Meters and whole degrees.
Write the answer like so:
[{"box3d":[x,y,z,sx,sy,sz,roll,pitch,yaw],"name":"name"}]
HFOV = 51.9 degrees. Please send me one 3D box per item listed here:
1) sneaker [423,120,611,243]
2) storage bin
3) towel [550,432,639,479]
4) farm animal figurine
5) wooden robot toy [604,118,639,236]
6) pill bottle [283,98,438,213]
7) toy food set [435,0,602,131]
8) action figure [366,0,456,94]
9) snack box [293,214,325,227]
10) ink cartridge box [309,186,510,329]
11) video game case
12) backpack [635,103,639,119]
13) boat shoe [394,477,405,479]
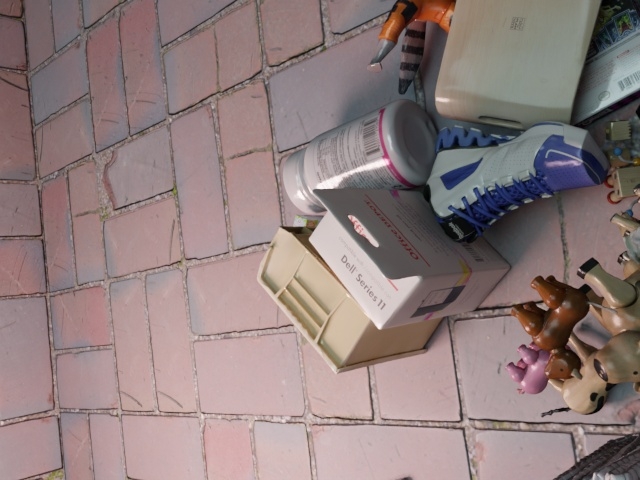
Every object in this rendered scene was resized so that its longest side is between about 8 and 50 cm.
[{"box3d":[0.280,-0.077,1.038,0.315,0.127,0.182,10,69,53],"name":"sneaker"},{"box3d":[0.061,0.090,1.199,0.260,0.262,0.123,45,118,32],"name":"storage bin"},{"box3d":[0.416,0.397,0.868,0.121,0.284,0.235,-19,77,42],"name":"towel"},{"box3d":[0.421,0.124,0.910,0.327,0.330,0.172,-45,55,1],"name":"farm animal figurine"},{"box3d":[0.470,-0.095,0.973,0.079,0.076,0.173,-8,85,7],"name":"wooden robot toy"},{"box3d":[0.072,-0.148,1.253,0.283,0.160,0.160,-16,80,42],"name":"pill bottle"},{"box3d":[0.323,-0.327,1.028,0.220,0.092,0.306,18,102,31],"name":"toy food set"},{"box3d":[0.134,-0.444,1.158,0.178,0.341,0.330,126,147,-83],"name":"action figure"},{"box3d":[0.000,0.000,1.334,0.037,0.141,0.100,23,107,41],"name":"snack box"},{"box3d":[0.129,0.023,1.073,0.207,0.353,0.119,52,123,29],"name":"ink cartridge box"},{"box3d":[0.395,-0.285,1.034,0.232,0.042,0.210,-30,70,39],"name":"video game case"},{"box3d":[0.554,-0.250,0.727,0.290,0.273,0.355,-106,10,-55],"name":"backpack"},{"box3d":[0.131,0.499,1.299,0.100,0.035,0.035,-32,67,31],"name":"boat shoe"}]
